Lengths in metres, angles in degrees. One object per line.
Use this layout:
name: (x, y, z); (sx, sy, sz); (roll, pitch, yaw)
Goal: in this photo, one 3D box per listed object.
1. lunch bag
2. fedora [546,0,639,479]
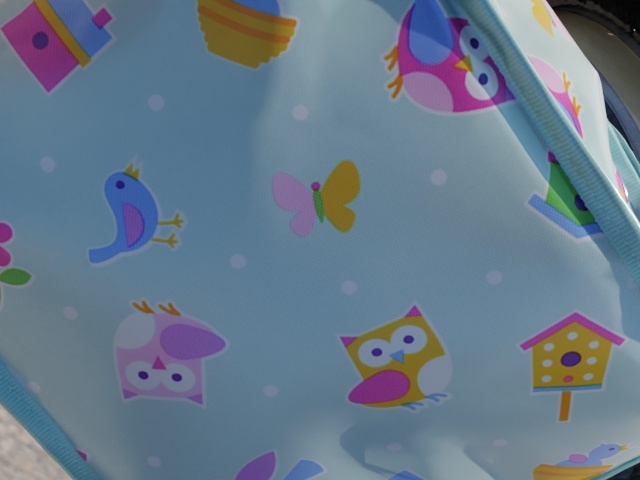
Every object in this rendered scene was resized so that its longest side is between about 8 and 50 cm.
lunch bag: (0.000, 0.000, 0.537); (0.223, 0.160, 0.262); (-31, 106, 15)
fedora: (0.078, 0.031, 0.751); (0.152, 0.334, 0.334); (-12, 100, -28)
